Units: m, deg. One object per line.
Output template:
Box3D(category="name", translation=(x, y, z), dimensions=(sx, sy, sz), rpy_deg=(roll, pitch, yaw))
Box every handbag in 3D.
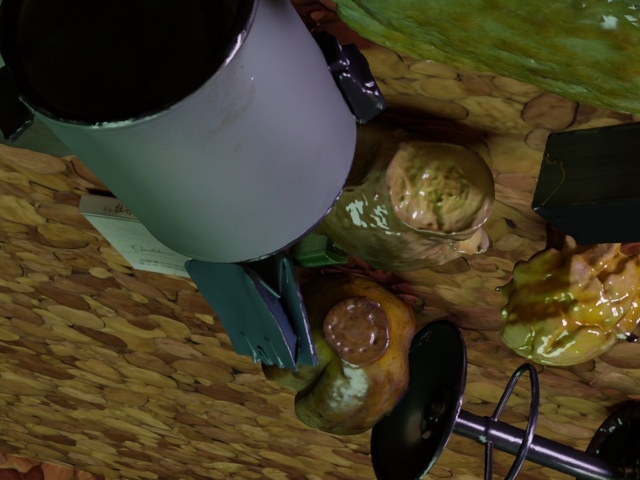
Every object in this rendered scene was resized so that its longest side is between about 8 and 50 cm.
Box3D(category="handbag", translation=(-0.074, 0.077, 2.140), dimensions=(0.221, 0.057, 0.144), rpy_deg=(3, 118, 67))

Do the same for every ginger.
Box3D(category="ginger", translation=(0.063, -0.029, 1.817), dimensions=(0.218, 0.123, 0.270), rpy_deg=(13, 161, -2))

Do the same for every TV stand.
Box3D(category="TV stand", translation=(0.319, -0.053, 1.623), dimensions=(0.269, 0.083, 0.088), rpy_deg=(-4, 154, 46))

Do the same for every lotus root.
Box3D(category="lotus root", translation=(0.025, 0.142, 2.245), dimensions=(0.193, 0.193, 0.291), rpy_deg=(18, 159, -7))

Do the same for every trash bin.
Box3D(category="trash bin", translation=(-0.110, -0.129, 1.529), dimensions=(0.277, 0.217, 0.262), rpy_deg=(-29, 149, 4))

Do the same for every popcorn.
Box3D(category="popcorn", translation=(0.256, 0.059, 1.878), dimensions=(0.152, 0.167, 0.148), rpy_deg=(47, 131, 15))

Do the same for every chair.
Box3D(category="chair", translation=(0.286, 0.267, 2.330), dimensions=(0.401, 0.227, 0.226), rpy_deg=(21, 160, -21))

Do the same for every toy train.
Box3D(category="toy train", translation=(0.000, 0.000, 2.046), dimensions=(0.038, 0.056, 0.093), rpy_deg=(22, 163, -31))

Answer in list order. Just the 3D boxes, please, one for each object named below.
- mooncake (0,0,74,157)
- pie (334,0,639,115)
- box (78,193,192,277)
Box3D(category="mooncake", translation=(-0.311, -0.181, 1.644), dimensions=(0.250, 0.136, 0.254), rpy_deg=(0, 155, 12))
Box3D(category="pie", translation=(0.179, -0.184, 1.246), dimensions=(0.395, 0.180, 0.418), rpy_deg=(16, 174, 14))
Box3D(category="box", translation=(-0.206, -0.003, 2.237), dimensions=(0.109, 0.029, 0.198), rpy_deg=(9, 161, 18))
